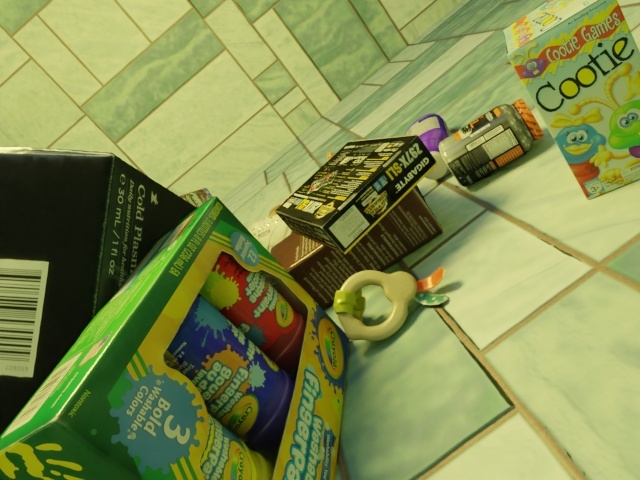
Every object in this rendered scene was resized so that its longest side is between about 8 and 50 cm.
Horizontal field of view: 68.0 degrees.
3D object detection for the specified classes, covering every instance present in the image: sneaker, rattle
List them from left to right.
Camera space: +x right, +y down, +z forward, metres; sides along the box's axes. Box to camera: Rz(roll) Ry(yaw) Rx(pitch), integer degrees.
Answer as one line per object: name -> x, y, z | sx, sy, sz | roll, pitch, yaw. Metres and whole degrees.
sneaker -> -0.123, -0.019, 1.272 | 0.114, 0.152, 0.305 | -49, -7, -42
rattle -> 0.131, 0.116, 0.868 | 0.200, 0.142, 0.130 | -25, 53, -1

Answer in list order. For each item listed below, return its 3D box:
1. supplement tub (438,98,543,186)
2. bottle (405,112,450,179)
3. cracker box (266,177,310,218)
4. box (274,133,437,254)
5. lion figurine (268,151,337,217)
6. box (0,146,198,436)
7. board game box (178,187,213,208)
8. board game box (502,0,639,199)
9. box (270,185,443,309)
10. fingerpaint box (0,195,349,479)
supplement tub -> 0.360, -0.208, 1.009 | 0.190, 0.117, 0.117 | -31, 22, 23
bottle -> 0.288, -0.246, 1.249 | 0.118, 0.092, 0.282 | -32, 22, 23
cracker box -> -0.083, -0.126, 1.690 | 0.232, 0.067, 0.155 | -37, 20, 6
box -> 0.056, -0.109, 1.008 | 0.257, 0.079, 0.322 | -46, 21, -9
lion figurine -> -0.040, -0.104, 1.406 | 0.392, 0.142, 0.240 | -39, 2, 22
box -> -0.434, 0.128, 0.896 | 0.298, 0.479, 0.472 | 3, -8, 3
board game box -> -0.416, -0.020, 1.540 | 0.141, 0.232, 0.291 | -34, 4, 19
board game box -> 0.414, -0.229, 0.728 | 0.142, 0.275, 0.144 | -27, 25, 33
box -> 0.064, 0.001, 1.070 | 0.382, 0.143, 0.191 | -33, 22, 15
fingerpaint box -> -0.139, 0.201, 0.674 | 0.163, 0.371, 0.444 | -32, 21, 24
